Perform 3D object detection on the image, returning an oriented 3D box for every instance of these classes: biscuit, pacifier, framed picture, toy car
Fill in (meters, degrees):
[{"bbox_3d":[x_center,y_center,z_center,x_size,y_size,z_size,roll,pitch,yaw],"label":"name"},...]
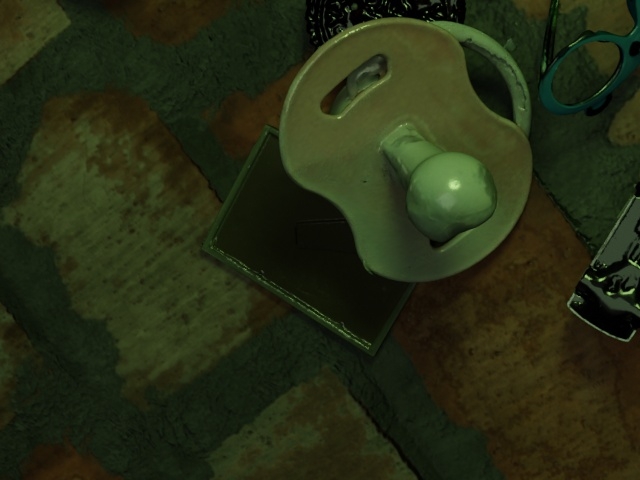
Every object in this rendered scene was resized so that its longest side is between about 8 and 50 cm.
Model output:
[{"bbox_3d":[0.072,-0.262,1.640,0.195,0.053,0.194,3,103,16],"label":"biscuit"},{"bbox_3d":[0.105,-0.086,1.565,0.220,0.273,0.332,-20,124,33],"label":"pacifier"},{"bbox_3d":[0.000,0.000,1.736,0.260,0.023,0.189,31,109,8],"label":"framed picture"},{"bbox_3d":[0.358,0.005,1.586,0.089,0.108,0.209,31,105,11],"label":"toy car"}]

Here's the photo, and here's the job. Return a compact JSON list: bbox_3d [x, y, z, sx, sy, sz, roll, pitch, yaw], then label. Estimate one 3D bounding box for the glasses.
[{"bbox_3d":[0.274,-0.265,1.541,0.207,0.102,0.239,39,93,13],"label":"glasses"}]
